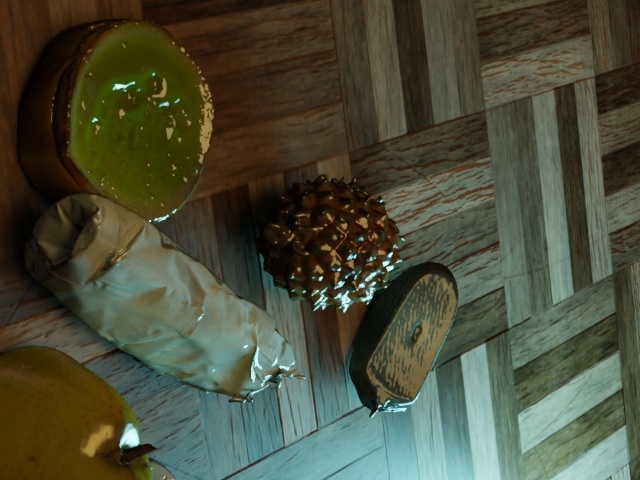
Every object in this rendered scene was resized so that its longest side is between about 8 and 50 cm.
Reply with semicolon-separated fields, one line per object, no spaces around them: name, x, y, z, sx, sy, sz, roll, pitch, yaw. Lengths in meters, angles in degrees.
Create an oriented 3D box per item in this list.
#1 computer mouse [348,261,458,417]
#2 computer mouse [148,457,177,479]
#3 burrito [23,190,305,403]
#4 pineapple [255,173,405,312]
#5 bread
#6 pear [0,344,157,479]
computer mouse;0.105;0.132;1.982;0.113;0.068;0.229;37;73;-25
computer mouse;-0.187;0.281;1.644;0.096;0.039;0.066;54;46;-35
burrito;-0.154;0.081;1.615;0.445;0.139;0.101;41;29;-49
pineapple;0.000;0.000;1.776;0.193;0.166;0.166;12;82;-49
bread;-0.210;-0.122;1.577;0.236;0.070;0.236;-5;97;-52
pear;-0.244;0.239;1.470;0.267;0.178;0.267;-4;95;-47
